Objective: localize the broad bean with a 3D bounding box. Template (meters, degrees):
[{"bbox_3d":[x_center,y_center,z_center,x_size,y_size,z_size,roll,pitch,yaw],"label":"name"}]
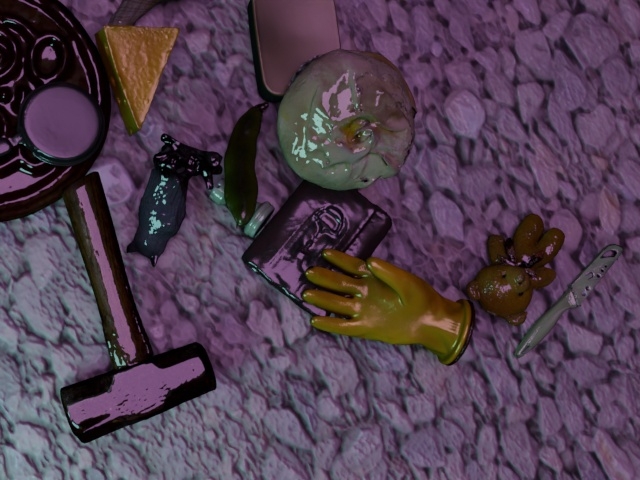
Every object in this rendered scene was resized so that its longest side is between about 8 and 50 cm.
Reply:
[{"bbox_3d":[-0.129,-0.129,1.792,0.065,0.046,0.255,4,60,2],"label":"broad bean"}]

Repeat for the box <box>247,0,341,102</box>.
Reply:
[{"bbox_3d":[-0.046,-0.340,1.841,0.144,0.090,0.201,-8,86,-13],"label":"box"}]

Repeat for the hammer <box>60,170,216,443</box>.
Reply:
[{"bbox_3d":[-0.332,0.095,1.716,0.242,0.095,0.409,-17,95,-13],"label":"hammer"}]

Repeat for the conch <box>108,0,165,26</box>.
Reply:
[{"bbox_3d":[-0.271,-0.457,1.794,0.233,0.114,0.137,-24,77,-8],"label":"conch"}]

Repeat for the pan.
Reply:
[{"bbox_3d":[-0.449,-0.165,1.672,0.235,0.028,0.136,-25,91,-17],"label":"pan"}]

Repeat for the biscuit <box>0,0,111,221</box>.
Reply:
[{"bbox_3d":[-0.540,-0.231,1.721,0.407,0.091,0.408,1,85,-12],"label":"biscuit"}]

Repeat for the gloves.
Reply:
[{"bbox_3d":[0.103,0.112,1.809,0.294,0.116,0.133,20,77,-14],"label":"gloves"}]

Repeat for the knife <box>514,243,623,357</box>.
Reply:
[{"bbox_3d":[0.452,0.110,1.948,0.043,0.020,0.293,45,76,-3],"label":"knife"}]

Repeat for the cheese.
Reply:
[{"bbox_3d":[-0.303,-0.261,1.770,0.126,0.093,0.171,-1,88,-25],"label":"cheese"}]

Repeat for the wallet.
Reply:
[{"bbox_3d":[0.000,0.000,1.842,0.182,0.049,0.229,38,76,-4],"label":"wallet"}]

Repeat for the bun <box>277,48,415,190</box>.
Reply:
[{"bbox_3d":[0.048,-0.187,1.761,0.239,0.141,0.239,-6,115,-12],"label":"bun"}]

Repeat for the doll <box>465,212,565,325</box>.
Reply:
[{"bbox_3d":[0.353,0.043,1.896,0.137,0.097,0.210,34,73,-2],"label":"doll"}]

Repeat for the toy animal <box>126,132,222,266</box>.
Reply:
[{"bbox_3d":[-0.249,-0.061,1.749,0.121,0.117,0.210,21,85,9],"label":"toy animal"}]

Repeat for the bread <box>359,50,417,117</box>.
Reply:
[{"bbox_3d":[0.100,-0.276,1.871,0.157,0.083,0.094,29,56,-34],"label":"bread"}]

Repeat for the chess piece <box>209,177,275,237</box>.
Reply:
[{"bbox_3d":[-0.135,-0.059,1.812,0.103,0.067,0.067,37,78,3],"label":"chess piece"}]
